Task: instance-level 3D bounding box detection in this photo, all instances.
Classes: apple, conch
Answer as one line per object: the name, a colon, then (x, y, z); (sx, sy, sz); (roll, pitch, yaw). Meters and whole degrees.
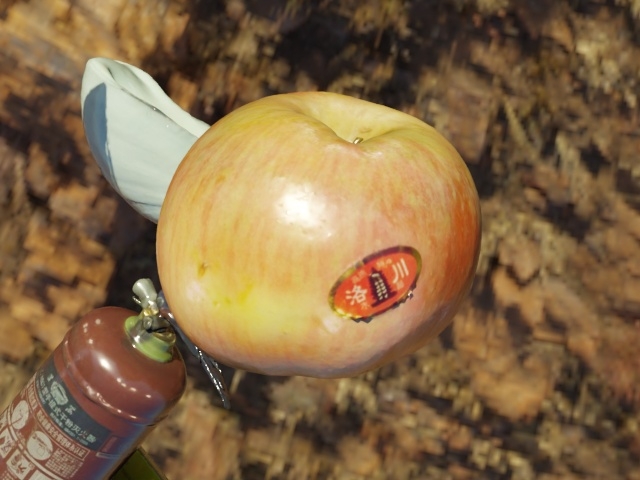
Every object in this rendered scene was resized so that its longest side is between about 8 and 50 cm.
apple: (0.000, 0.000, 1.029); (0.209, 0.209, 0.164); (12, 109, 6)
conch: (-0.140, -0.082, 1.544); (0.221, 0.121, 0.185); (34, 162, -4)

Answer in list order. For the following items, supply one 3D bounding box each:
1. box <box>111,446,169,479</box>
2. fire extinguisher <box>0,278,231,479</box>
box: (-0.143, 0.242, 1.496); (0.153, 0.041, 0.279); (47, 170, 34)
fire extinguisher: (-0.174, 0.148, 1.276); (0.344, 0.138, 0.102); (-47, 155, 22)
